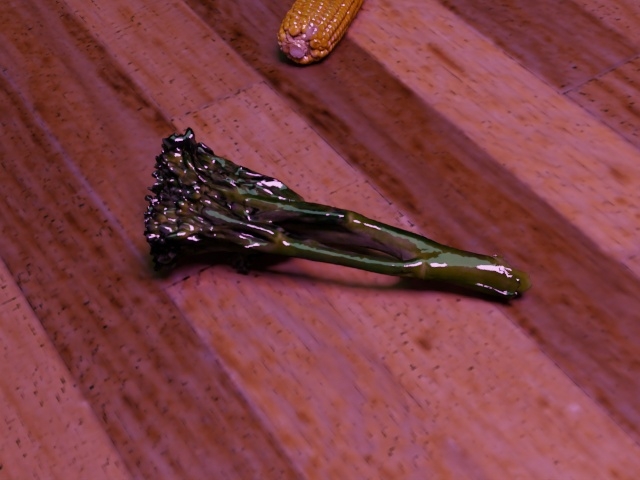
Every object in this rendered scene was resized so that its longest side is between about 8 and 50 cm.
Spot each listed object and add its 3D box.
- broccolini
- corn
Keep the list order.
[{"bbox_3d":[0.002,0.005,0.640,0.201,0.058,0.074,20,63,10],"label":"broccolini"},{"bbox_3d":[0.004,-0.143,0.796,0.037,0.037,0.092,9,43,21],"label":"corn"}]
